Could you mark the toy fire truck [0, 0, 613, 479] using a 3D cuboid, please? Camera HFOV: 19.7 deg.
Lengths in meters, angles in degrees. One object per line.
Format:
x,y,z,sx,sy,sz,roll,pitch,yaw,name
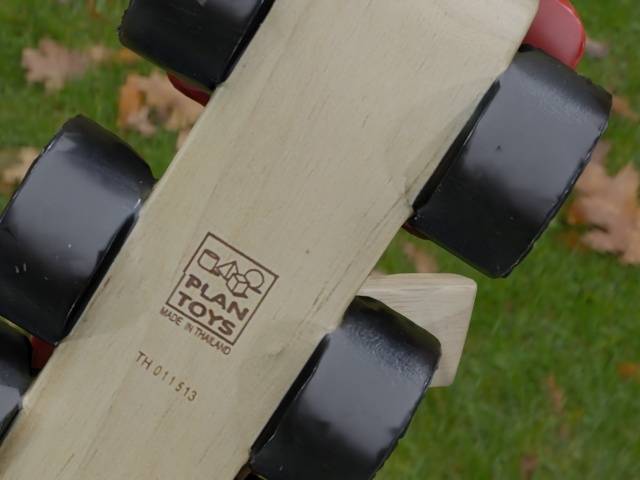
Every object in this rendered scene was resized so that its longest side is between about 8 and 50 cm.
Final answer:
0.000,0.000,0.578,0.158,0.217,0.246,31,15,-3,toy fire truck
